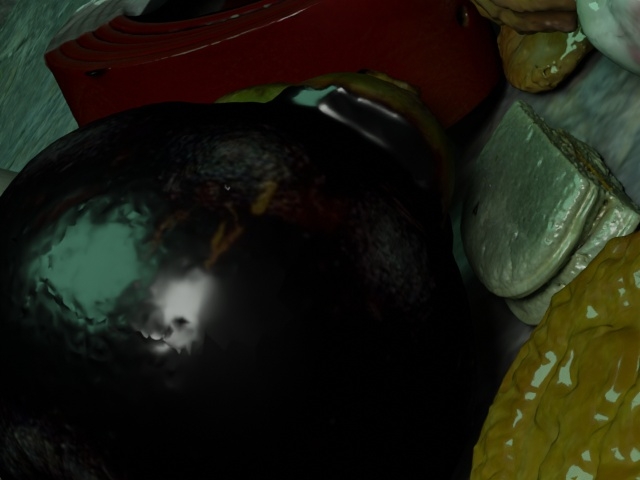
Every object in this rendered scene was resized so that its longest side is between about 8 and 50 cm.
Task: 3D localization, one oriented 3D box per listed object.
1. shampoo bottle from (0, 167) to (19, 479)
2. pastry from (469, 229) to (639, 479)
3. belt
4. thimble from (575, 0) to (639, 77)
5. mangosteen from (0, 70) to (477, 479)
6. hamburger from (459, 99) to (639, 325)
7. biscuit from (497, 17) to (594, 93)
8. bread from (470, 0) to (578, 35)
[{"bbox_3d":[-0.215,0.115,1.168,0.322,0.317,0.322,-50,24,33],"label":"shampoo bottle"},{"bbox_3d":[0.135,0.079,0.646,0.189,0.103,0.189,-49,23,30],"label":"pastry"},{"bbox_3d":[-0.043,-0.115,1.166,0.323,0.115,0.227,-2,30,47],"label":"belt"},{"bbox_3d":[0.200,-0.112,0.683,0.185,0.149,0.211,-53,21,16],"label":"thimble"},{"bbox_3d":[-0.034,0.028,0.940,0.302,0.275,0.275,-55,14,-28],"label":"mangosteen"},{"bbox_3d":[0.107,-0.007,0.921,0.084,0.054,0.121,-55,27,13],"label":"hamburger"},{"bbox_3d":[0.173,-0.187,1.030,0.247,0.029,0.118,-55,21,19],"label":"biscuit"},{"bbox_3d":[0.126,-0.226,0.888,0.274,0.149,0.274,-62,3,5],"label":"bread"}]
